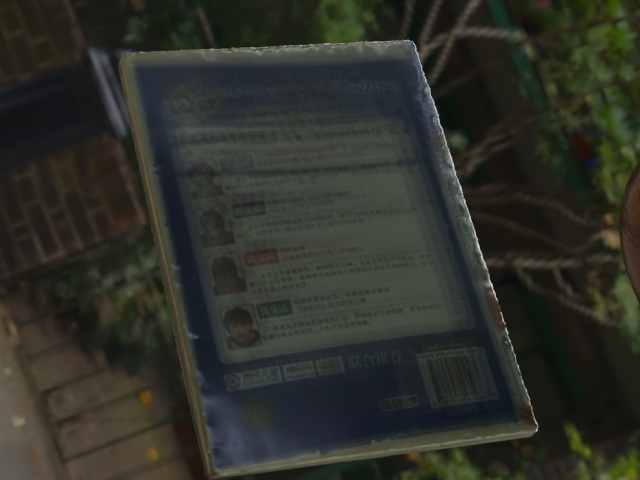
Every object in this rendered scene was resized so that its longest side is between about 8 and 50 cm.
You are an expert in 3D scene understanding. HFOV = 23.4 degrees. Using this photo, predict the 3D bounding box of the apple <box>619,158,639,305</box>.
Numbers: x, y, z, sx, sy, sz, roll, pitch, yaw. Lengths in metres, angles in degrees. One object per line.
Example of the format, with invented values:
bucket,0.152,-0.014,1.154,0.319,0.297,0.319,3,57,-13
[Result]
apple,0.308,0.000,1.037,0.188,0.211,0.211,-118,-173,-63

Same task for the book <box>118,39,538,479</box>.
book,0.000,0.000,1.054,0.018,0.228,0.322,116,-35,-56
